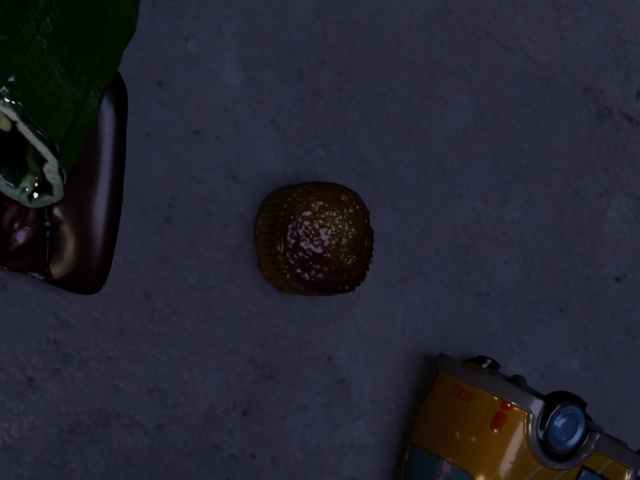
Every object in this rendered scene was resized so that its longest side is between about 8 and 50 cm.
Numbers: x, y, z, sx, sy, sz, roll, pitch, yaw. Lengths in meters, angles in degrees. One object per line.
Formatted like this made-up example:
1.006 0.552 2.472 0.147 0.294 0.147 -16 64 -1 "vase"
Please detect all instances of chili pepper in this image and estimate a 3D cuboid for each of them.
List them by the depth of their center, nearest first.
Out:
-0.157 -0.161 1.039 0.136 0.099 0.270 33 45 -18 "chili pepper"

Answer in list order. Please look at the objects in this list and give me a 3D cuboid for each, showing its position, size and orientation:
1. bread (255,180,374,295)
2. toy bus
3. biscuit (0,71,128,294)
0.000 0.000 1.228 0.085 0.053 0.085 -3 95 -34 "bread"
0.158 0.178 1.310 0.209 0.126 0.136 29 85 -33 "toy bus"
-0.221 -0.056 1.064 0.235 0.063 0.151 11 87 -42 "biscuit"
